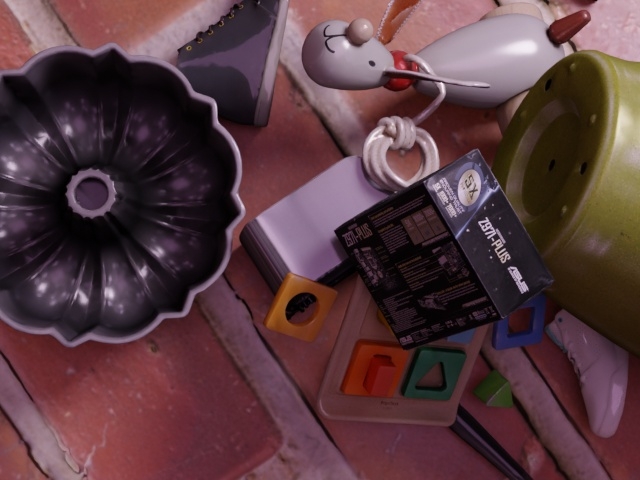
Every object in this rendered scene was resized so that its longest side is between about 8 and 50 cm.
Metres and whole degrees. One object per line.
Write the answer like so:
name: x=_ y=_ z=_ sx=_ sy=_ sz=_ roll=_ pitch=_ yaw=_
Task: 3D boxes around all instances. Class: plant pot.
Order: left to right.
plant pot: x=0.372 y=-0.027 z=1.283 sx=0.353 sy=0.366 sz=0.366 roll=19 pitch=84 yaw=-18

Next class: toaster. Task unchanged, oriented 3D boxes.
toaster: x=0.000 y=0.000 z=1.392 sx=0.185 sy=0.168 sz=0.110 roll=-34 pitch=86 yaw=-8

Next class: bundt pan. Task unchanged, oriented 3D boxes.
bundt pan: x=-0.246 y=-0.045 z=1.393 sx=0.331 sy=0.124 sz=0.331 roll=0 pitch=85 yaw=-3

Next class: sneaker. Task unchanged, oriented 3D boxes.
sneaker: x=-0.100 y=-0.249 z=1.445 sx=0.118 sy=0.083 sz=0.222 roll=10 pitch=85 yaw=-3
sneaker: x=0.306 y=0.121 z=1.457 sx=0.094 sy=0.080 sz=0.212 roll=4 pitch=75 yaw=1

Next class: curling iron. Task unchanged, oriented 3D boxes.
curling iron: x=0.132 y=0.198 z=1.446 sx=0.274 sy=0.035 sz=0.068 roll=38 pitch=64 yaw=-1

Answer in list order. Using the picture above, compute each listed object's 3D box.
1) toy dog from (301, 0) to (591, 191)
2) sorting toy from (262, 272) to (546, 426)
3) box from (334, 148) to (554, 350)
toy dog: x=0.162 y=-0.205 z=1.359 sx=0.333 sy=0.161 sz=0.220 roll=-23 pitch=76 yaw=-39
sorting toy: x=0.102 y=0.112 z=1.350 sx=0.347 sy=0.047 sz=0.196 roll=7 pitch=108 yaw=-27
box: x=0.116 y=0.014 z=1.221 sx=0.077 sy=0.180 sz=0.147 roll=-32 pitch=91 yaw=-31
